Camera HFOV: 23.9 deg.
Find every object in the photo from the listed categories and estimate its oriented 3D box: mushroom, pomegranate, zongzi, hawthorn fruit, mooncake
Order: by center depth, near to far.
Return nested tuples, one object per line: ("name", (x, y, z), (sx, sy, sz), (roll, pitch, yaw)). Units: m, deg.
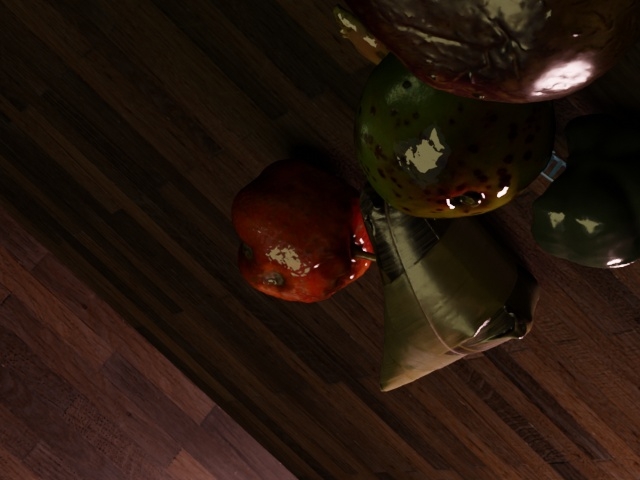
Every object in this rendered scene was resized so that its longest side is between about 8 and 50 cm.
("mushroom", (0.159, -0.279, 1.417), (0.345, 0.239, 0.345), (8, 155, 4))
("mooncake", (0.303, -0.059, 1.644), (0.168, 0.175, 0.104), (-19, 137, 12))
("pomegranate", (0.134, -0.166, 1.647), (0.231, 0.231, 0.285), (-25, 83, 63))
("zongzi", (0.102, 0.062, 2.059), (0.317, 0.154, 0.289), (-34, 104, 36))
("hawthorn fruit", (0.000, 0.000, 2.150), (0.243, 0.207, 0.207), (18, 150, 26))

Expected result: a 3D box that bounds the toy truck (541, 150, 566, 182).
("toy truck", (0.255, -0.103, 1.770), (0.136, 0.063, 0.074), (38, 179, 7))
